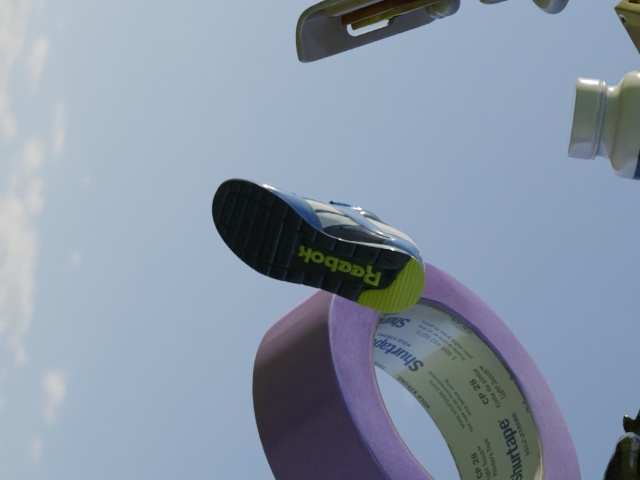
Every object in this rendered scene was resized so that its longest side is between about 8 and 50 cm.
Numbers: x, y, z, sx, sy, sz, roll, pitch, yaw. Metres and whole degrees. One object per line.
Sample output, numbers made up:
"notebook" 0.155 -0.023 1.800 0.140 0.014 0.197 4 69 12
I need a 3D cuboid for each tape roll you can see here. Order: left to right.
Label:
"tape roll" 0.078 0.147 1.459 0.090 0.275 0.275 -39 -143 32

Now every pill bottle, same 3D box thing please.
"pill bottle" 0.298 -0.095 1.615 0.094 0.169 0.094 8 90 -86

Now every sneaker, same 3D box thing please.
"sneaker" 0.000 0.000 1.192 0.059 0.144 0.053 -56 170 -67

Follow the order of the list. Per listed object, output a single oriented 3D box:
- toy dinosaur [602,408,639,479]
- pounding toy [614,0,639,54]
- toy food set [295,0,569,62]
"toy dinosaur" 0.261 0.177 1.420 0.313 0.121 0.160 -31 -175 16
"pounding toy" 0.342 -0.227 1.677 0.141 0.100 0.130 -42 -152 -12
"toy food set" 0.142 -0.252 2.001 0.306 0.219 0.092 -13 -83 52
